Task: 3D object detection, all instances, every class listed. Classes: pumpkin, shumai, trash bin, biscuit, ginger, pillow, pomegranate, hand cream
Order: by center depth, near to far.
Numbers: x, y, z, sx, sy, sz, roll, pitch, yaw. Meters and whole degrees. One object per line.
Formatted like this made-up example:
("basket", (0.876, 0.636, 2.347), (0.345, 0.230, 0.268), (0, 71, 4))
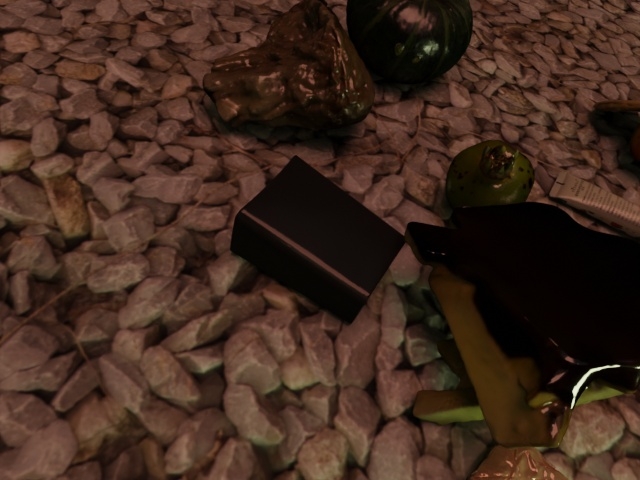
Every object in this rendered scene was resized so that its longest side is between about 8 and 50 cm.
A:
("pillow", (0.304, 0.364, 0.647), (0.126, 0.043, 0.232), (-26, 62, -34))
("ginger", (0.294, 0.113, 0.753), (0.413, 0.211, 0.358), (-26, 51, -38))
("trash bin", (0.000, 0.000, 0.786), (0.225, 0.115, 0.165), (34, 55, 8))
("pomegranate", (0.305, -0.111, 0.893), (0.159, 0.205, 0.159), (-2, 75, 9))
("shumai", (-0.061, -0.305, 0.991), (0.283, 0.217, 0.346), (-34, 53, 2))
("hand cream", (0.606, -0.055, 1.015), (0.276, 0.059, 0.095), (31, 55, 15))
("pumpkin", (0.195, -0.489, 1.129), (0.300, 0.207, 0.300), (11, 62, -20))
("biscuit", (0.767, -0.317, 1.179), (0.219, 0.033, 0.220), (1, 15, 0))

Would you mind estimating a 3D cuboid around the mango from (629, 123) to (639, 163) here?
("mango", (0.812, -0.223, 1.132), (0.289, 0.129, 0.146), (-11, 32, -25))
